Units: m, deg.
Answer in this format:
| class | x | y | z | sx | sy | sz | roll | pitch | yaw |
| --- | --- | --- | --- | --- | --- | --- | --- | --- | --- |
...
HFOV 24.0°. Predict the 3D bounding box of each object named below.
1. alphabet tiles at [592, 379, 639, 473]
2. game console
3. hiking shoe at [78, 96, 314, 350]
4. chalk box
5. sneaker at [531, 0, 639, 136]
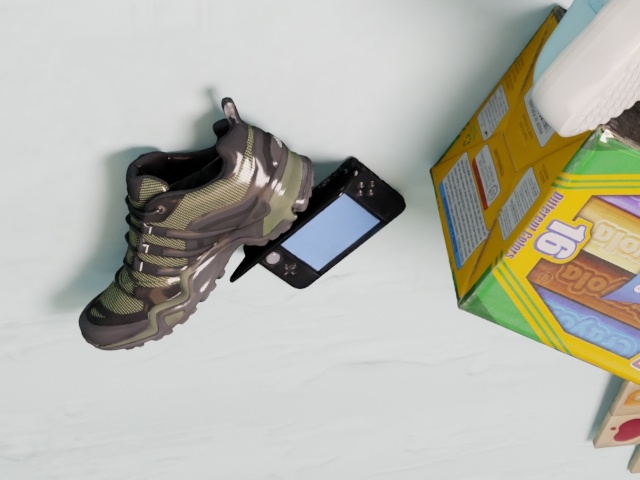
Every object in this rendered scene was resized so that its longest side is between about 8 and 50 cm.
| class | x | y | z | sx | sy | sz | roll | pitch | yaw |
| --- | --- | --- | --- | --- | --- | --- | --- | --- | --- |
| alphabet tiles | 0.443 | 0.137 | 1.453 | 0.342 | 0.011 | 0.285 | -3 | 141 | -14 |
| game console | 0.000 | 0.000 | 1.181 | 0.122 | 0.071 | 0.107 | -38 | 131 | 19 |
| hiking shoe | -0.117 | -0.013 | 1.141 | 0.227 | 0.086 | 0.114 | -42 | 116 | 14 |
| chalk box | 0.256 | -0.010 | 1.145 | 0.289 | 0.180 | 0.179 | 25 | 121 | -21 |
| sneaker | 0.233 | -0.237 | 0.960 | 0.366 | 0.150 | 0.135 | -50 | 161 | 1 |
